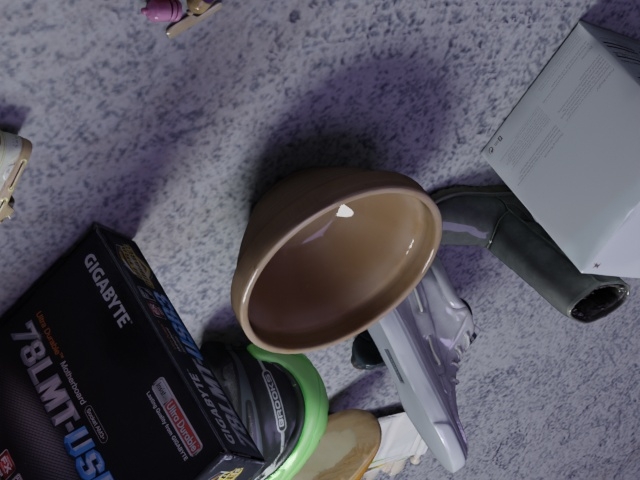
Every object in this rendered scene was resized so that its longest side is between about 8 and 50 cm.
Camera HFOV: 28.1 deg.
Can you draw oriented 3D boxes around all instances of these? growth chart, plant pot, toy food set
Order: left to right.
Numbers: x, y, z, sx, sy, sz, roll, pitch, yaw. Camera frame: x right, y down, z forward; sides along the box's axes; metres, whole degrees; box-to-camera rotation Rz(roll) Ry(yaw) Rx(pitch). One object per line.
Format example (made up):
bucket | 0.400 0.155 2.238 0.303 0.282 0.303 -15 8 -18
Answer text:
toy food set | -0.120 -0.217 1.062 0.078 0.019 0.122 -32 145 -5
plant pot | 0.000 0.000 1.340 0.237 0.110 0.237 -23 144 -18
growth chart | 0.078 0.293 1.830 0.237 0.021 0.172 -5 136 -36

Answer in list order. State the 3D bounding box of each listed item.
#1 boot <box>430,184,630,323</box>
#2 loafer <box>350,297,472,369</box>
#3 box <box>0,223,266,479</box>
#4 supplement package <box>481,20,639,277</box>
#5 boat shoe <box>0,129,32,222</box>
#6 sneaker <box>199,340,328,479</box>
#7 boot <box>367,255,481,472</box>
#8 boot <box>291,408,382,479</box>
boot | 0.223 0.021 1.462 0.190 0.208 0.076 -14 139 -28
loafer | 0.113 0.118 1.630 0.170 0.062 0.061 -18 165 -16
box | -0.232 0.187 1.206 0.293 0.295 0.073 -44 147 14
supplement package | 0.330 -0.096 1.419 0.149 0.203 0.194 6 129 -43
boat shoe | -0.287 -0.035 1.111 0.045 0.050 0.135 6 129 -37
sneaker | -0.188 0.313 1.498 0.202 0.185 0.483 27 96 -33
boot | 0.150 0.146 1.553 0.123 0.095 0.258 -28 102 -15
boot | 0.010 0.349 1.762 0.295 0.104 0.211 -44 148 13
